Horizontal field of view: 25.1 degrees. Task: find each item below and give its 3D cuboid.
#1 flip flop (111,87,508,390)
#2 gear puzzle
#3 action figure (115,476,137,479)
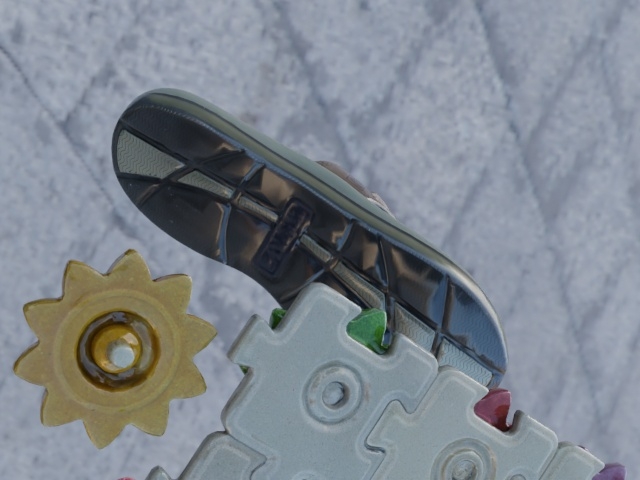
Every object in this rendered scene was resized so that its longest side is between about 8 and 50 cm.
[{"bbox_3d":[0.000,0.000,0.864,0.112,0.277,0.080,-54,-179,33],"label":"flip flop"},{"bbox_3d":[-0.001,0.117,0.671,0.339,0.044,0.175,33,89,-24],"label":"gear puzzle"},{"bbox_3d":[-0.150,0.255,0.961,0.280,0.139,0.091,-62,159,-57],"label":"action figure"}]
